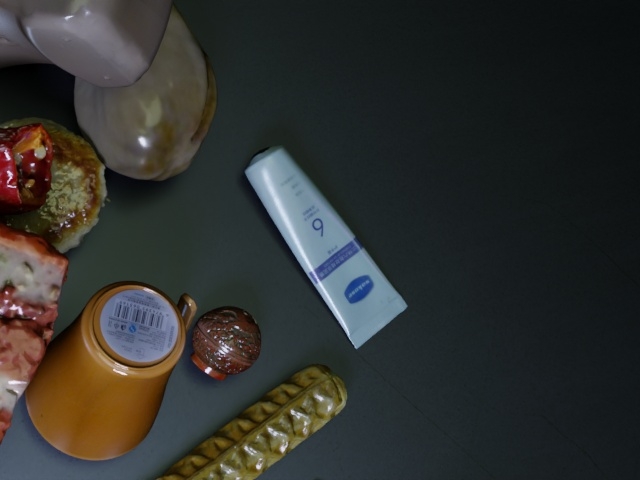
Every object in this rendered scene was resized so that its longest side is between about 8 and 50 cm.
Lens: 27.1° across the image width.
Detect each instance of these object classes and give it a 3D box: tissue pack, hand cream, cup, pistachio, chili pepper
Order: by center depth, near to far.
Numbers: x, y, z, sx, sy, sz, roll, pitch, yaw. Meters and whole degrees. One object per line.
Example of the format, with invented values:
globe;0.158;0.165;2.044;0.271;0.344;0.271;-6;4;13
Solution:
cup;-0.255;0.153;1.724;0.226;0.264;0.182;-35;81;-35
chili pepper;-0.524;-0.101;1.731;0.338;0.134;0.131;7;115;14
tissue pack;-0.394;-0.362;1.739;0.387;0.267;0.276;3;77;18
pistachio;-0.247;-0.214;1.872;0.197;0.166;0.288;-9;67;5
hand cream;0.000;0.000;1.964;0.109;0.067;0.320;-38;98;-25

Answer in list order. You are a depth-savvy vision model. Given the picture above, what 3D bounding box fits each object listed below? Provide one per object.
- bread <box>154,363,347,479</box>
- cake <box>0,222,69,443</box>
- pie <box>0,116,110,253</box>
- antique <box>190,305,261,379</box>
bread;-0.112;0.293;1.826;0.367;0.077;0.084;-36;91;-23
cake;-0.485;0.122;1.638;0.269;0.270;0.319;24;68;-12
pie;-0.391;-0.076;1.815;0.179;0.084;0.205;-41;78;-19
antique;-0.130;0.138;1.848;0.104;0.104;0.104;5;75;-18
